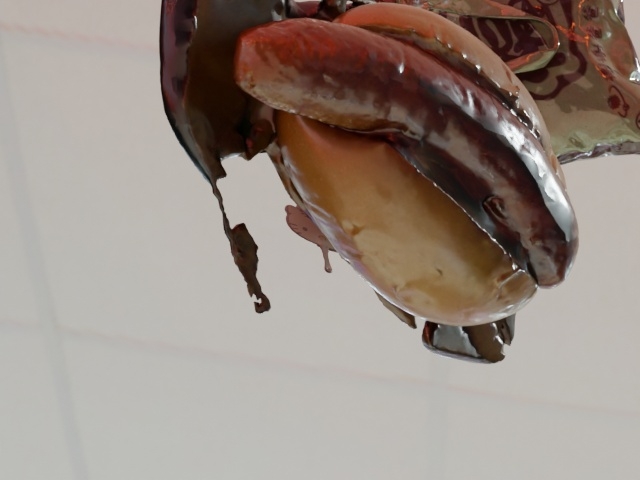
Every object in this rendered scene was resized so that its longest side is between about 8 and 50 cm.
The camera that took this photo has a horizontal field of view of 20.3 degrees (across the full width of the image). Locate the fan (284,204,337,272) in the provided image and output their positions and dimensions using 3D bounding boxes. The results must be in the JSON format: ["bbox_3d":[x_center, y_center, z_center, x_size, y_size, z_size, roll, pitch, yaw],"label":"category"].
[{"bbox_3d":[0.000,0.000,1.332,0.056,0.083,0.004,20,-61,-19],"label":"fan"}]

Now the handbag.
[{"bbox_3d":[0.162,-0.147,1.502,0.235,0.213,0.127,-13,-13,2],"label":"handbag"}]

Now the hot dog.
[{"bbox_3d":[0.053,-0.040,1.012,0.107,0.194,0.326,-3,-18,44],"label":"hot dog"}]
